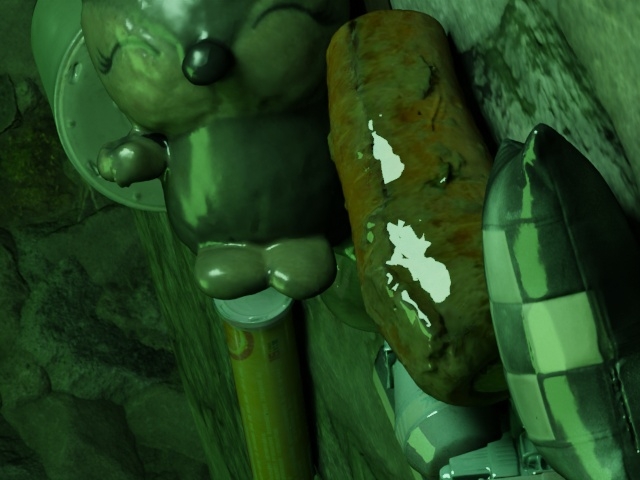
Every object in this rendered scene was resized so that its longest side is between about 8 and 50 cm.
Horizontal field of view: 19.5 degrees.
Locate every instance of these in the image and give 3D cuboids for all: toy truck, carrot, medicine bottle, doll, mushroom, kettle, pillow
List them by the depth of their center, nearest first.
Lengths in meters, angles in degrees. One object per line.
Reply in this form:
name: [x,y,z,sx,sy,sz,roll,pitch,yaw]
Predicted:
pillow: [0.163,0.047,1.188,0.186,0.106,0.250,-138,33,-87]
carrot: [0.082,-0.021,1.372,0.139,0.138,0.302,91,169,-58]
toy truck: [0.122,0.161,1.375,0.108,0.140,0.257,84,-177,-45]
doll: [-0.092,-0.150,1.615,0.378,0.252,0.382,-158,57,-73]
mushroom: [0.053,0.039,1.717,0.225,0.093,0.116,-126,41,-69]
kettle: [-0.175,-0.172,2.196,0.361,0.250,0.377,45,-178,-24]
medicine bottle: [-0.068,0.200,2.492,0.426,0.108,0.108,83,163,-48]

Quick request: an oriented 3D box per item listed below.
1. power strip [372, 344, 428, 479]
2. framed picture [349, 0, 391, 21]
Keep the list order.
power strip: [0.133,0.183,1.545,0.070,0.105,0.257,104,146,-62]
framed picture: [0.049,-0.147,1.614,0.128,0.023,0.168,-161,53,-74]
